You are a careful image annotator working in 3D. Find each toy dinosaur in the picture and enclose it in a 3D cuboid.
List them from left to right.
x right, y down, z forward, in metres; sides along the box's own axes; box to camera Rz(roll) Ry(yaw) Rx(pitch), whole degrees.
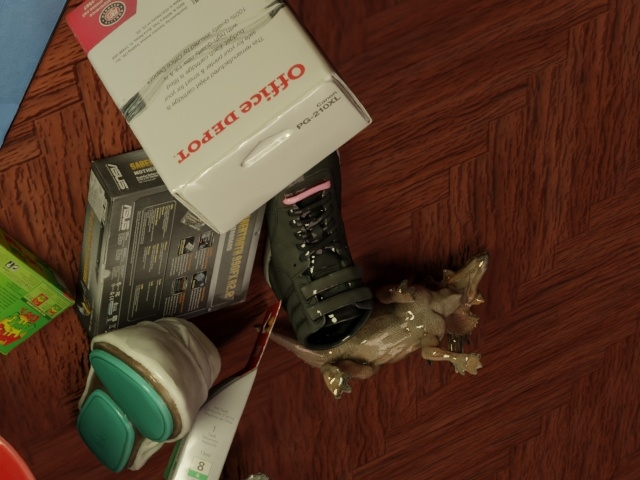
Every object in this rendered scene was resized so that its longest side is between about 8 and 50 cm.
[{"bbox_3d":[0.077,0.109,2.331,0.296,0.127,0.200,-14,-179,-1],"label":"toy dinosaur"}]

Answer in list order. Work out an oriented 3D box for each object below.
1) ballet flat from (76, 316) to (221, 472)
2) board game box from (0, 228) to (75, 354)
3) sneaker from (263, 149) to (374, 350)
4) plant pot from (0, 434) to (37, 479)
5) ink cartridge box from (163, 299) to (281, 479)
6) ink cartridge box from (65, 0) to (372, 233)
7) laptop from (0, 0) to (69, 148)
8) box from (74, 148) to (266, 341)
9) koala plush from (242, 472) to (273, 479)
[{"bbox_3d":[-0.173,0.146,2.079,0.139,0.139,0.400,-21,170,-18],"label":"ballet flat"},{"bbox_3d":[-0.329,0.040,1.953,0.092,0.043,0.181,-37,146,5],"label":"board game box"},{"bbox_3d":[0.000,0.000,2.090,0.104,0.147,0.295,-21,143,-16],"label":"sneaker"},{"bbox_3d":[-0.418,0.327,1.923,0.275,0.275,0.243,-12,153,-29],"label":"plant pot"},{"bbox_3d":[-0.109,0.167,2.169,0.181,0.056,0.224,148,-40,-82],"label":"ink cartridge box"},{"bbox_3d":[-0.091,-0.150,1.739,0.172,0.237,0.100,-37,147,5],"label":"ink cartridge box"},{"bbox_3d":[-0.333,-0.141,1.562,0.236,0.408,0.382,22,124,-13],"label":"laptop"},{"bbox_3d":[-0.152,-0.006,2.034,0.183,0.056,0.231,-17,144,-25],"label":"box"},{"bbox_3d":[-0.135,0.386,2.446,0.221,0.203,0.196,-36,149,-19],"label":"koala plush"}]
